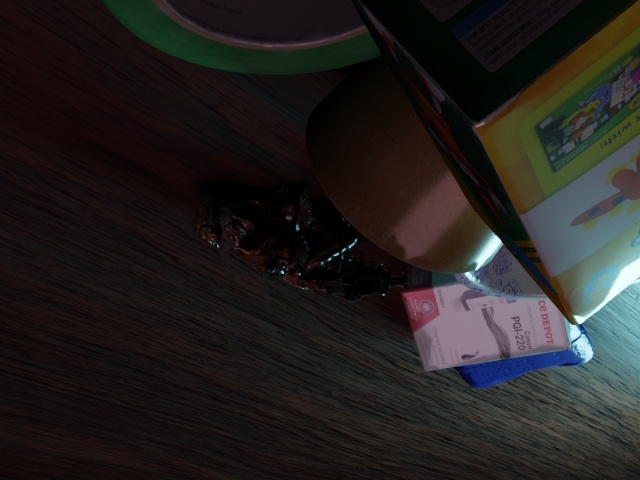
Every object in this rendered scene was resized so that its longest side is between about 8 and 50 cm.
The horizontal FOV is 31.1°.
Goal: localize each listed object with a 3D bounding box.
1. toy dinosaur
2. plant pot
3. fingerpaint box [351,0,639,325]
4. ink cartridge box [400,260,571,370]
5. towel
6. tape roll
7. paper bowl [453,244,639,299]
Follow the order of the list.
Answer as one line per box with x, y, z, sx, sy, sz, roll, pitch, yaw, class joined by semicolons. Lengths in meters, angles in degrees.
0.000;0.000;1.475;0.322;0.164;0.218;-6;177;-43;toy dinosaur
0.150;-0.138;1.096;0.237;0.237;0.254;12;135;-31;plant pot
0.281;-0.184;0.837;0.445;0.163;0.371;-39;149;3;fingerpaint box
0.236;0.088;1.637;0.218;0.092;0.158;-11;124;12;ink cartridge box
0.301;0.139;1.846;0.228;0.076;0.308;-17;150;15;towel
-0.029;-0.255;0.949;0.321;0.077;0.321;-4;154;-2;tape roll
0.285;-0.044;1.363;0.284;0.148;0.284;-4;155;-2;paper bowl
